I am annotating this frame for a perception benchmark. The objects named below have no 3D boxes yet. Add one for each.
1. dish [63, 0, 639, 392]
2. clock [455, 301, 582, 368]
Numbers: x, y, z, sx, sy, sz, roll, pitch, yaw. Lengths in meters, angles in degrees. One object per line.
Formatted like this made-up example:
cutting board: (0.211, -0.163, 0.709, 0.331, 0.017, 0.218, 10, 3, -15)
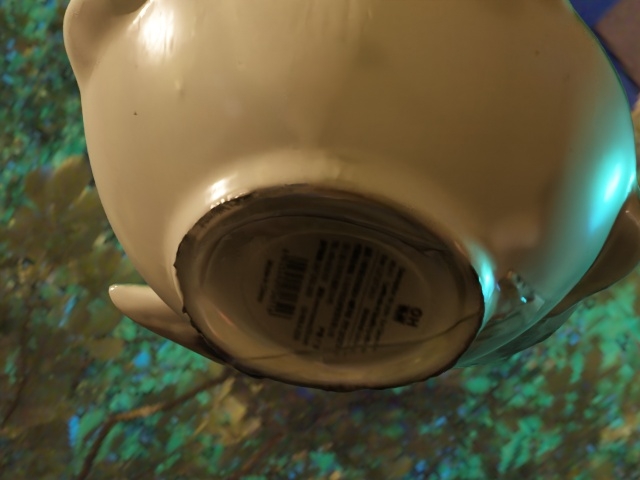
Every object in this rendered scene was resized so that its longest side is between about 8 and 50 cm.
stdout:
dish: (0.000, 0.000, 0.544, 0.224, 0.246, 0.078, 25, -134, -15)
clock: (0.096, -0.057, 1.229, 0.067, 0.325, 0.325, 6, -126, -45)
